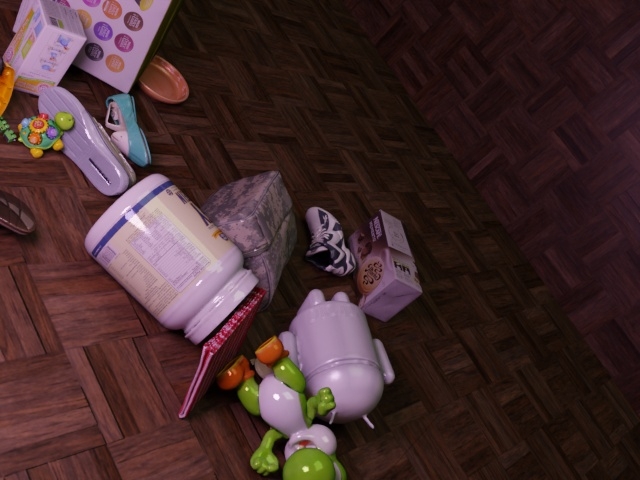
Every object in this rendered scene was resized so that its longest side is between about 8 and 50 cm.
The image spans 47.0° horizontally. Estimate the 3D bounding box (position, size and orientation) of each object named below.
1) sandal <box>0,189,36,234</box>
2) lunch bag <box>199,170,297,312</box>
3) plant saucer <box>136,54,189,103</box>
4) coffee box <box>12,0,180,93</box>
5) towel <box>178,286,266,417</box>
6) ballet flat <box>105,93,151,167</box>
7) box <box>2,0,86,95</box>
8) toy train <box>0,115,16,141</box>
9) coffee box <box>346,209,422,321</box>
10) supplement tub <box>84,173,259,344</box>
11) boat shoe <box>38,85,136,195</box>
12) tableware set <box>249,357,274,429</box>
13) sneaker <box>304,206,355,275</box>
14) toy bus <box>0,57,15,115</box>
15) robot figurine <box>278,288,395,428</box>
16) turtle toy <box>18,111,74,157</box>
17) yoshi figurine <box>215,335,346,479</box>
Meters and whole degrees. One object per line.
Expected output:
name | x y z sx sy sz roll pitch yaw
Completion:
sandal | -0.669 -0.064 1.456 0.219 0.060 0.090 23 30 -12
lunch bag | -0.175 0.008 1.833 0.305 0.212 0.256 -67 137 -59
plant saucer | -0.483 -0.475 2.180 0.200 0.037 0.200 32 34 -25
coffee box | -0.555 -0.670 1.982 0.334 0.338 0.338 29 33 -13
towel | -0.207 0.229 1.558 0.031 0.199 0.275 28 30 6
ballet flat | -0.506 -0.280 1.901 0.087 0.083 0.247 -7 56 -26
box | -0.666 -0.461 1.770 0.103 0.203 0.114 11 44 -46
toy train | -0.714 -0.255 1.655 0.083 0.017 0.023 52 41 8
coffee box | 0.191 0.074 2.255 0.118 0.168 0.297 27 36 -30
supplement tub | -0.316 0.043 1.592 0.325 0.235 0.235 45 30 -4
boat shoe | -0.558 -0.234 1.763 0.302 0.109 0.094 55 14 -1
tableware set | -0.119 0.348 1.693 0.169 0.020 0.141 51 33 3
sneaker | 0.000 0.000 2.172 0.153 0.094 0.235 2 62 -61
toy bus | -0.802 -0.375 1.577 0.220 0.149 0.211 0 41 -48
robot figurine | 0.036 0.288 1.779 0.299 0.200 0.354 4 48 -23
turtle toy | -0.625 -0.253 1.678 0.130 0.066 0.095 -26 72 -25
yoshi figurine | -0.063 0.396 1.548 0.203 0.203 0.362 -35 94 -39
